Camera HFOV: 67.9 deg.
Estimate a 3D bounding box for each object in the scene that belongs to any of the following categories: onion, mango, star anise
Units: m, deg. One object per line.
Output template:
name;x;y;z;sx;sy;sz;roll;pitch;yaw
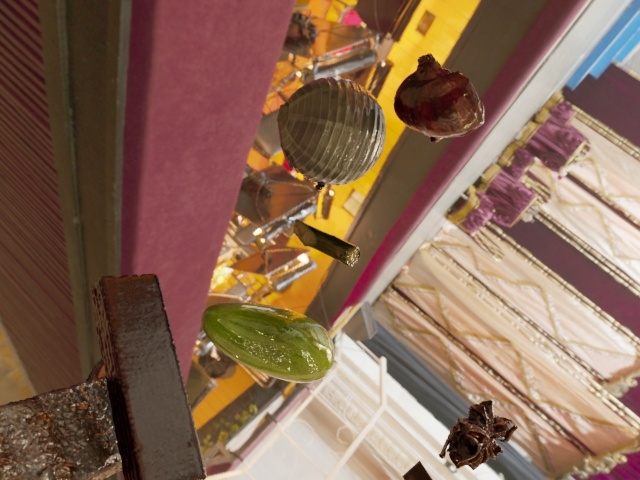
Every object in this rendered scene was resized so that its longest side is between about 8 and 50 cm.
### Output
onion;0.196;-0.253;0.877;0.098;0.151;0.206;-36;-153;-6
mango;-0.114;0.227;1.087;0.192;0.343;0.156;-19;-127;54
star anise;0.437;0.535;1.327;0.220;0.126;0.190;31;101;-33

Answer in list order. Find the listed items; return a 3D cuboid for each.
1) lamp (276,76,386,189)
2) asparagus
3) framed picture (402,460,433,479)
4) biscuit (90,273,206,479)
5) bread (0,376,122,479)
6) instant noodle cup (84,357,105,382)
lamp;0.017;-0.236;1.018;0.265;0.233;0.233;-94;-155;-44
asparagus;0.000;0.000;0.914;0.045;0.178;0.041;-52;139;-14
framed picture;0.257;0.622;1.216;0.066;0.089;0.007;-46;135;7
biscuit;-0.298;0.229;0.805;0.107;0.388;0.073;0;146;-41
bread;-0.422;0.323;0.725;0.113;0.165;0.416;-39;167;11
instant noodle cup;-0.519;0.360;1.276;0.208;0.177;0.125;-24;161;-49
